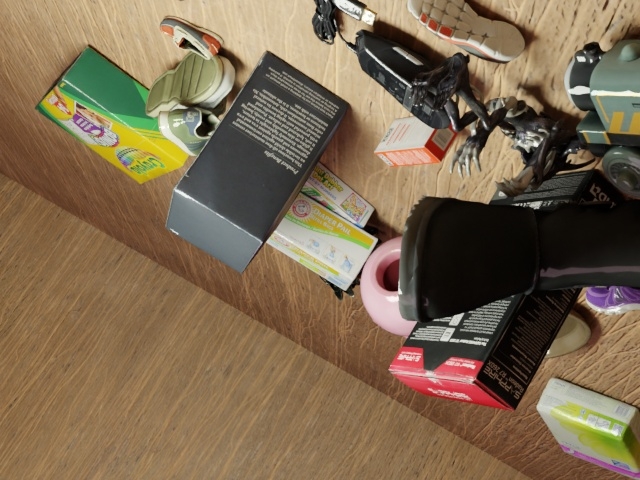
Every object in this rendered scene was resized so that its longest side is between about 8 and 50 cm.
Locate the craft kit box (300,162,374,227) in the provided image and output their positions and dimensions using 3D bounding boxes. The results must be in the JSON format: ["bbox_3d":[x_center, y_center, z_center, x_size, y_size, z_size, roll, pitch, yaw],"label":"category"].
[{"bbox_3d":[-0.045,-0.114,2.159,0.247,0.061,0.250,36,163,-23],"label":"craft kit box"}]

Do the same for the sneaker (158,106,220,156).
[{"bbox_3d":[-0.216,-0.199,1.880,0.086,0.064,0.192,-7,169,18],"label":"sneaker"}]

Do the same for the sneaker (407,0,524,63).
[{"bbox_3d":[0.178,-0.263,1.303,0.158,0.061,0.065,31,170,5],"label":"sneaker"}]

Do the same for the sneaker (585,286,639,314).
[{"bbox_3d":[0.512,0.078,1.717,0.170,0.068,0.071,-9,122,54],"label":"sneaker"}]

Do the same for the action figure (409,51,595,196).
[{"bbox_3d":[0.243,-0.134,1.387,0.276,0.140,0.164,31,175,-26],"label":"action figure"}]

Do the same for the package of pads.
[{"bbox_3d":[0.655,0.447,2.440,0.229,0.101,0.296,18,158,36],"label":"package of pads"}]

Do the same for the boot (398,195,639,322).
[{"bbox_3d":[0.349,0.023,1.223,0.446,0.146,0.367,5,-166,22],"label":"boot"}]

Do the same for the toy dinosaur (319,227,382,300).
[{"bbox_3d":[0.080,0.066,2.312,0.322,0.164,0.218,4,172,17],"label":"toy dinosaur"}]

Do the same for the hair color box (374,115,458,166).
[{"bbox_3d":[0.153,-0.159,1.630,0.043,0.072,0.141,40,163,-25],"label":"hair color box"}]

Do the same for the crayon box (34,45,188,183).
[{"bbox_3d":[-0.470,-0.275,2.363,0.313,0.106,0.363,37,163,-18],"label":"crayon box"}]

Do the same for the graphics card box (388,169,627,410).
[{"bbox_3d":[0.278,0.070,1.537,0.094,0.370,0.233,38,162,-19],"label":"graphics card box"}]

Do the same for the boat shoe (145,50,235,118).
[{"bbox_3d":[-0.223,-0.280,1.928,0.103,0.113,0.302,17,170,-29],"label":"boat shoe"}]

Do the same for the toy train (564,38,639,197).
[{"bbox_3d":[0.417,-0.140,1.113,0.334,0.142,0.190,13,144,52],"label":"toy train"}]

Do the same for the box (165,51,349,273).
[{"bbox_3d":[-0.120,-0.125,1.830,0.183,0.294,0.296,33,164,-3],"label":"box"}]

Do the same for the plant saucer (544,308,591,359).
[{"bbox_3d":[0.393,0.172,2.039,0.278,0.041,0.278,5,152,2],"label":"plant saucer"}]

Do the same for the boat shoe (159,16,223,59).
[{"bbox_3d":[-0.234,-0.355,1.812,0.137,0.043,0.049,25,165,26],"label":"boat shoe"}]

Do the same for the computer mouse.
[{"bbox_3d":[0.095,-0.272,1.436,0.262,0.060,0.184,40,170,13],"label":"computer mouse"}]

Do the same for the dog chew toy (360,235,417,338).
[{"bbox_3d":[0.219,0.122,2.135,0.207,0.206,0.332,21,168,34],"label":"dog chew toy"}]

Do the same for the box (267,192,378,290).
[{"bbox_3d":[0.000,0.000,2.129,0.203,0.103,0.114,31,164,2],"label":"box"}]
